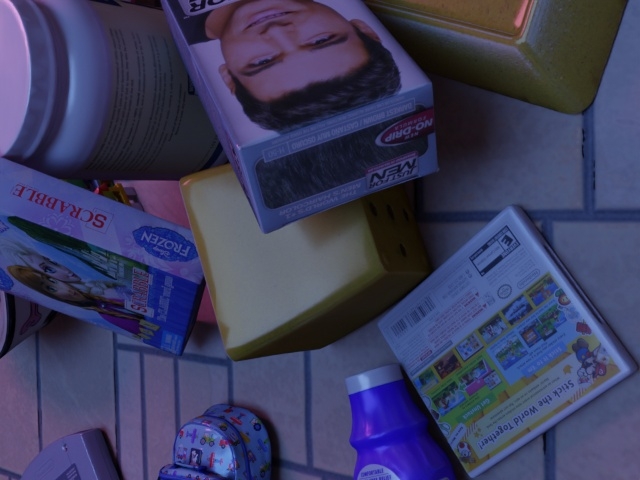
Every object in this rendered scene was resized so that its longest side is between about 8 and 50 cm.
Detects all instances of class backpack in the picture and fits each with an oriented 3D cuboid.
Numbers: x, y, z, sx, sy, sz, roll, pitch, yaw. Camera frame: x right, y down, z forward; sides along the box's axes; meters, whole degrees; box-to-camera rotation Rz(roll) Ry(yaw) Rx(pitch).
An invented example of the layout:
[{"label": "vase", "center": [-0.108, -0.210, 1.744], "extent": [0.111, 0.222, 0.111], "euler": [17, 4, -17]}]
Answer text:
[{"label": "backpack", "center": [-0.143, 0.316, 1.135], "extent": [0.158, 0.117, 0.173], "euler": [3, 91, 40]}]

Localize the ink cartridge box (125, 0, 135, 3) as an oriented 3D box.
[{"label": "ink cartridge box", "center": [-0.414, -0.346, 1.293], "extent": [0.306, 0.131, 0.226], "euler": [33, 113, 48]}]

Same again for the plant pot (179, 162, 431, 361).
[{"label": "plant pot", "center": [0.000, 0.000, 0.943], "extent": [0.187, 0.212, 0.212], "euler": [-24, 77, 25]}]

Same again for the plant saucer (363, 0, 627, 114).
[{"label": "plant saucer", "center": [0.161, -0.331, 0.853], "extent": [0.333, 0.081, 0.332], "euler": [27, 110, 38]}]

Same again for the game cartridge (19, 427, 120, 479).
[{"label": "game cartridge", "center": [-0.436, 0.451, 1.443], "extent": [0.294, 0.060, 0.196], "euler": [-42, 70, 35]}]

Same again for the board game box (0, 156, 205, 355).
[{"label": "board game box", "center": [-0.305, 0.028, 1.071], "extent": [0.318, 0.318, 0.065], "euler": [118, 172, -64]}]

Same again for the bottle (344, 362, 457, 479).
[{"label": "bottle", "center": [0.097, 0.282, 0.935], "extent": [0.118, 0.092, 0.282], "euler": [-26, 76, 43]}]

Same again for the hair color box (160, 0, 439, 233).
[{"label": "hair color box", "center": [-0.040, -0.190, 0.882], "extent": [0.113, 0.186, 0.374], "euler": [78, 168, -46]}]

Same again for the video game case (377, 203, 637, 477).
[{"label": "video game case", "center": [0.186, 0.111, 0.893], "extent": [0.227, 0.026, 0.206], "euler": [-46, 64, 32]}]

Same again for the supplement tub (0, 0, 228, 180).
[{"label": "supplement tub", "center": [-0.280, -0.195, 1.084], "extent": [0.236, 0.325, 0.235], "euler": [3, 94, 41]}]

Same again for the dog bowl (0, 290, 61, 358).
[{"label": "dog bowl", "center": [-0.567, -0.007, 1.413], "extent": [0.408, 0.150, 0.407], "euler": [22, 123, 38]}]

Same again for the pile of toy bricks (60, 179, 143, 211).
[{"label": "pile of toy bricks", "center": [-0.382, -0.099, 1.326], "extent": [0.118, 0.105, 0.212], "euler": [-44, 65, 34]}]
